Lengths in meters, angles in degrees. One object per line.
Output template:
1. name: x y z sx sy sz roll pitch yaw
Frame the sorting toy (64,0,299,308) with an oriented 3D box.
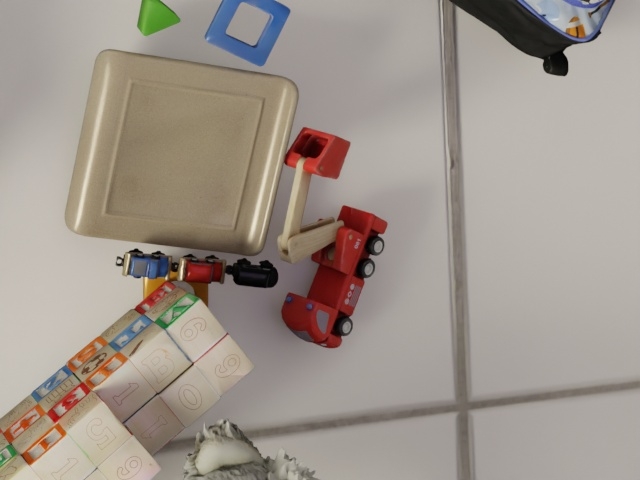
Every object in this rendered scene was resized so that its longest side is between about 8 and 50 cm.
1. sorting toy: -0.134 -0.083 1.824 0.196 0.047 0.347 8 106 -18

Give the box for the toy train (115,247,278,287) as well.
1. toy train: -0.115 0.029 1.821 0.158 0.036 0.027 5 107 -17

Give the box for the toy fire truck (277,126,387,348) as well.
1. toy fire truck: 0.000 0.000 1.870 0.135 0.047 0.192 26 84 -48

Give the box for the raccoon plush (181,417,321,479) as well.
1. raccoon plush: 0.005 0.310 1.822 0.299 0.446 0.216 32 87 12

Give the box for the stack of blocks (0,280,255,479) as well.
1. stack of blocks: -0.206 0.173 1.744 0.297 0.171 0.087 -40 108 -10

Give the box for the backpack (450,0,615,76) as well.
1. backpack: 0.220 -0.347 1.886 0.276 0.213 0.263 34 70 -19
